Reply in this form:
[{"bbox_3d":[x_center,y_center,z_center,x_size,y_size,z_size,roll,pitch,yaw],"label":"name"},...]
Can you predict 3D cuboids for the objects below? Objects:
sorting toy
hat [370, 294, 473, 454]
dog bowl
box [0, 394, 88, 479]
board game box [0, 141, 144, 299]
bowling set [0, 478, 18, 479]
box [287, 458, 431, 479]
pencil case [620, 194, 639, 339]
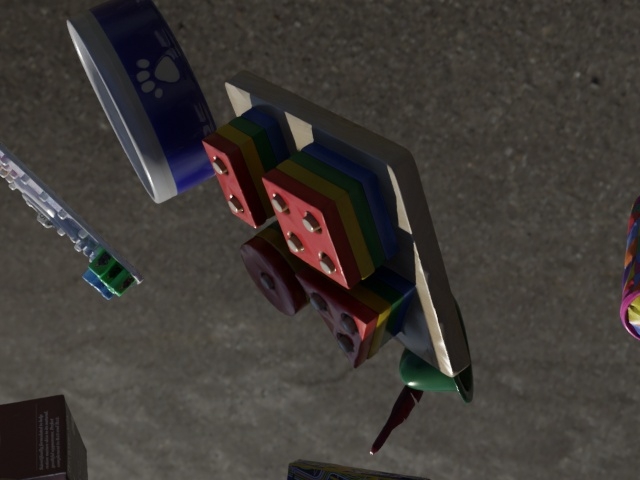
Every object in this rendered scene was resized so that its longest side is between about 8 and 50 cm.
[{"bbox_3d":[0.000,0.000,1.056,0.257,0.089,0.255,32,150,46],"label":"sorting toy"},{"bbox_3d":[0.131,0.193,1.752,0.183,0.209,0.173,-14,146,17],"label":"hat"},{"bbox_3d":[-0.226,-0.187,1.470,0.265,0.104,0.265,60,169,19],"label":"dog bowl"},{"bbox_3d":[-0.523,0.413,2.042,0.167,0.168,0.203,-9,140,-4],"label":"box"},{"bbox_3d":[-0.463,-0.048,1.867,0.390,0.050,0.390,45,168,-7],"label":"board game box"},{"bbox_3d":[-0.372,0.319,1.118,0.154,0.287,0.200,-5,162,1],"label":"bowling set"},{"bbox_3d":[0.045,0.305,1.351,0.168,0.059,0.054,6,177,12],"label":"box"},{"bbox_3d":[0.425,0.023,1.374,0.104,0.236,0.104,12,130,14],"label":"pencil case"}]
